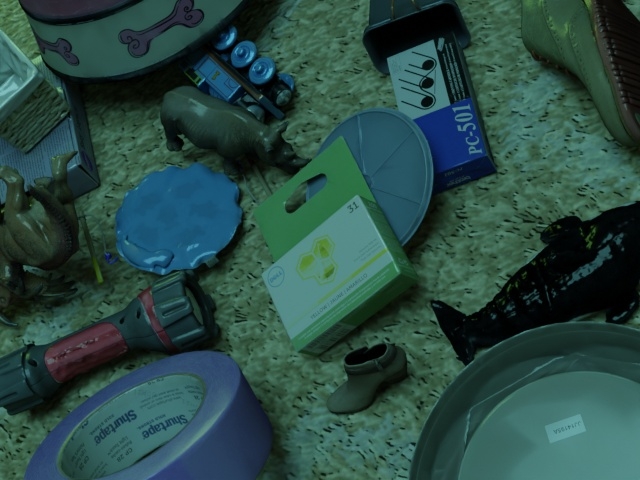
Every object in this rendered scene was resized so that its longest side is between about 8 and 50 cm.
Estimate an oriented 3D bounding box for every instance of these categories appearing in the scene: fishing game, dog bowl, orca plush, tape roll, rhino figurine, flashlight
[{"bbox_3d":[-0.190,-0.026,1.597,0.264,0.041,0.189,-25,52,-7],"label":"fishing game"},{"bbox_3d":[-0.276,-0.426,1.744,0.408,0.150,0.408,-16,47,17],"label":"dog bowl"},{"bbox_3d":[0.257,0.027,1.322,0.287,0.102,0.151,-19,56,15],"label":"orca plush"},{"bbox_3d":[-0.195,0.242,1.340,0.275,0.090,0.275,-23,21,9],"label":"tape roll"},{"bbox_3d":[-0.116,-0.140,1.577,0.243,0.106,0.073,21,59,26],"label":"rhino figurine"},{"bbox_3d":[-0.284,0.139,1.520,0.304,0.103,0.103,-24,58,10],"label":"flashlight"},{"bbox_3d":[0.266,0.259,1.186,0.349,0.102,0.349,-11,58,19],"label":"dog bowl"}]

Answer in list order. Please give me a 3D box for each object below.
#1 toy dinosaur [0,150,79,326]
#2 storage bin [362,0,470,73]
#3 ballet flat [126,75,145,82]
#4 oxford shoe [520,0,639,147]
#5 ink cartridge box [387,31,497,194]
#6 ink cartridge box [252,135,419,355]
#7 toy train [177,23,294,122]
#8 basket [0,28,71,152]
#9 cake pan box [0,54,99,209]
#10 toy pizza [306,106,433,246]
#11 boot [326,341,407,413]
[{"bbox_3d":[-0.376,0.000,1.567,0.295,0.127,0.200,-21,80,58],"label":"toy dinosaur"},{"bbox_3d":[0.123,-0.303,1.587,0.135,0.098,0.091,-18,46,15],"label":"storage bin"},{"bbox_3d":[-0.235,-0.349,1.799,0.084,0.058,0.250,34,80,35],"label":"ballet flat"},{"bbox_3d":[0.327,-0.242,1.458,0.130,0.123,0.348,-37,50,36],"label":"oxford shoe"},{"bbox_3d":[0.154,-0.164,1.516,0.097,0.046,0.207,-20,56,16],"label":"ink cartridge box"},{"bbox_3d":[0.000,0.000,1.453,0.171,0.056,0.235,-39,59,21],"label":"ink cartridge box"},{"bbox_3d":[-0.116,-0.228,1.666,0.105,0.080,0.184,-49,55,5],"label":"toy train"},{"bbox_3d":[-0.459,-0.221,1.725,0.113,0.103,0.167,-44,53,-3],"label":"basket"},{"bbox_3d":[-0.469,-0.136,1.786,0.246,0.070,0.267,-28,54,11],"label":"cake pan box"},{"bbox_3d":[0.064,-0.067,1.481,0.201,0.032,0.201,-10,74,39],"label":"toy pizza"},{"bbox_3d":[0.046,0.155,1.359,0.118,0.087,0.042,-29,55,8],"label":"boot"}]
